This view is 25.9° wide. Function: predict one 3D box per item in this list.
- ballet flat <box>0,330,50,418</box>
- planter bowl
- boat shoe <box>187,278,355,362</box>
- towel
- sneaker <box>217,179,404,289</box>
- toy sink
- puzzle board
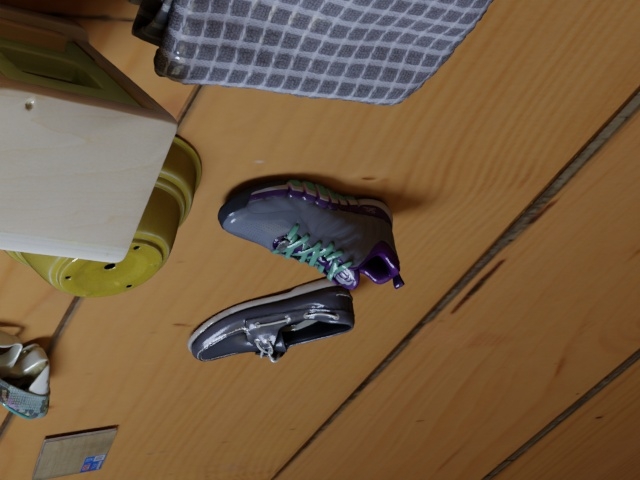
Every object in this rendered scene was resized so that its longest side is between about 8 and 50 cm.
[{"bbox_3d":[-0.347,0.140,1.523,0.079,0.077,0.221,-44,148,5],"label":"ballet flat"},{"bbox_3d":[-0.206,-0.008,1.309,0.217,0.090,0.217,-15,152,-8],"label":"planter bowl"},{"bbox_3d":[-0.057,0.107,1.643,0.206,0.065,0.075,-20,153,3],"label":"boat shoe"},{"bbox_3d":[0.014,-0.214,1.039,0.283,0.121,0.235,2,145,-35],"label":"towel"},{"bbox_3d":[0.000,0.000,1.446,0.223,0.098,0.083,4,145,-38],"label":"sneaker"},{"bbox_3d":[-0.240,-0.100,1.045,0.152,0.234,0.131,9,112,-41],"label":"toy sink"},{"bbox_3d":[-0.329,0.284,1.853,0.096,0.011,0.128,-7,151,-24],"label":"puzzle board"}]
